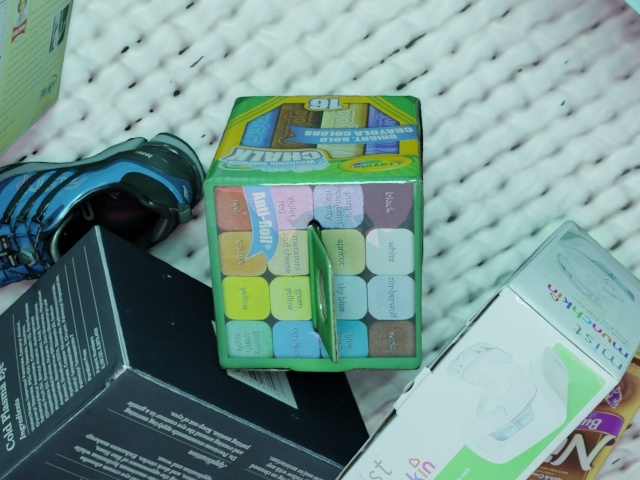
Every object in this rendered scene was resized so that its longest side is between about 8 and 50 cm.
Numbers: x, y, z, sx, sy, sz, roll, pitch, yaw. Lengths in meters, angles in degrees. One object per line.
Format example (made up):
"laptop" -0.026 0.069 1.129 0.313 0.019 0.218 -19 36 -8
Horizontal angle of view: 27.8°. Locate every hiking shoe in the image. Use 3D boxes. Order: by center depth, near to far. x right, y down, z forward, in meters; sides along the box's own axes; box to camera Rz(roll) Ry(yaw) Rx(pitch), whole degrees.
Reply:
"hiking shoe" -0.259 -0.015 1.213 0.304 0.132 0.113 -21 111 12

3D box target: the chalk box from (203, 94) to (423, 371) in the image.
"chalk box" 0.000 0.000 1.116 0.179 0.289 0.180 0 113 5

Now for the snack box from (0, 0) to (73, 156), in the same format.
"snack box" -0.269 -0.160 1.044 0.060 0.322 0.187 15 114 0

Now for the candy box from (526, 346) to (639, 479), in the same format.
"candy box" 0.248 0.178 1.312 0.109 0.053 0.186 22 115 -7

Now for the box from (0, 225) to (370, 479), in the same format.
"box" -0.175 0.203 1.213 0.312 0.179 0.343 -41 133 18

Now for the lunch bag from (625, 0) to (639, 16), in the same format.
"lunch bag" 0.260 -0.287 0.939 0.262 0.160 0.223 37 111 -23

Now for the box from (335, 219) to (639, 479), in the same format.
"box" 0.161 0.134 1.161 0.127 0.231 0.262 41 115 8
